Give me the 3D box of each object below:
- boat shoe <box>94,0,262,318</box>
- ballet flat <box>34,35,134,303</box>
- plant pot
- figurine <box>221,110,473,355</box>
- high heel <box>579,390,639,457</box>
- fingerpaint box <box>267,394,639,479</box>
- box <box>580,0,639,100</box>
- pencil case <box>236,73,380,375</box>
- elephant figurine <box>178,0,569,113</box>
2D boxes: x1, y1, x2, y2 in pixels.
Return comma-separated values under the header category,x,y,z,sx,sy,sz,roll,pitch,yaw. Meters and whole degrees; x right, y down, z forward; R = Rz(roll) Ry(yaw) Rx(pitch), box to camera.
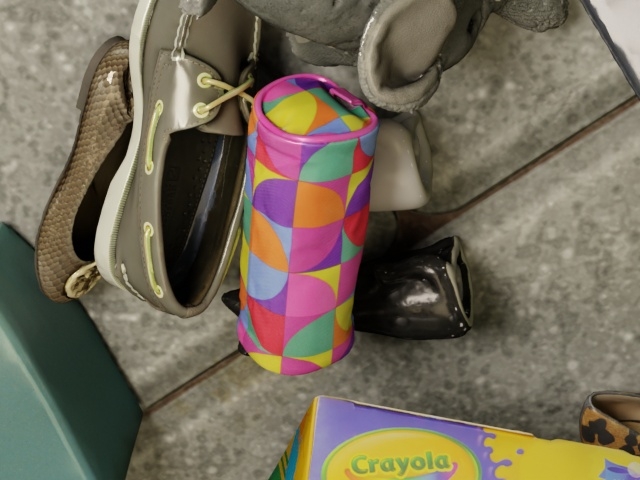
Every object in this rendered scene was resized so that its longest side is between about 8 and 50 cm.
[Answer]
category,x,y,z,sx,sy,sz,roll,pitch,yaw
boat shoe,-0.090,-0.091,1.274,0.109,0.091,0.305,-1,112,-43
ballet flat,-0.174,-0.047,1.361,0.058,0.084,0.250,29,120,16
plant pot,-0.281,0.117,1.433,0.165,0.166,0.234,-16,116,12
figurine,0.000,0.000,1.393,0.209,0.092,0.215,-11,123,14
high heel,0.367,0.165,1.486,0.261,0.093,0.186,-24,127,27
fingerpaint box,0.170,0.296,1.444,0.444,0.163,0.371,11,156,-7
box,0.392,-0.108,1.128,0.293,0.212,0.395,-31,86,21
pencil case,-0.011,-0.009,1.286,0.104,0.104,0.236,4,128,-2
elephant figurine,0.049,-0.172,1.223,0.186,0.169,0.239,-22,127,26
